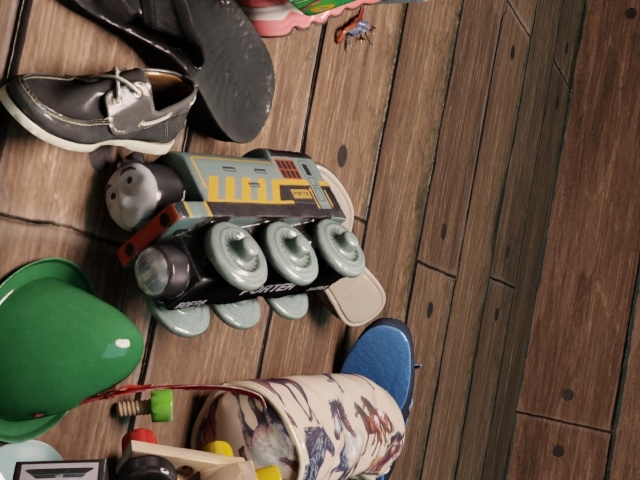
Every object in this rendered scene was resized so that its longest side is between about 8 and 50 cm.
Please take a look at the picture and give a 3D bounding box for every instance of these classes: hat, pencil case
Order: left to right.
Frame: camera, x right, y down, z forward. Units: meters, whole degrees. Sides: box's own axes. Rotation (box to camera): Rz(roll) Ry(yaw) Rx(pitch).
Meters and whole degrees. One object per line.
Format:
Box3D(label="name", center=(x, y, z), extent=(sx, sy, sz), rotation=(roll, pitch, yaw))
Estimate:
Box3D(label="hat", center=(-0.183, 0.111, 0.873), extent=(0.208, 0.183, 0.173), rotation=(-39, 133, -56))
Box3D(label="pencil case", center=(-0.015, 0.276, 1.308), extent=(0.410, 0.160, 0.183), rotation=(13, 61, -65))

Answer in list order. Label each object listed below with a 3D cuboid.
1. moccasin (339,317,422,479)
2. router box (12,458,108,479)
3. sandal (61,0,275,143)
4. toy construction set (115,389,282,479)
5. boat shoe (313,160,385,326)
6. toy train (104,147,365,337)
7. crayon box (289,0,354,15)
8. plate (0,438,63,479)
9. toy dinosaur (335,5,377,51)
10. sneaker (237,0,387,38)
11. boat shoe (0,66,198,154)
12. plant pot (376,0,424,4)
Box3D(label="moccasin", center=(0.088, 0.268, 1.606), extent=(0.117, 0.137, 0.342), rotation=(-45, 151, -58))
Box3D(label="router box", center=(-0.218, 0.376, 0.806), extent=(0.243, 0.081, 0.309), rotation=(-100, -168, -51))
Box3D(label="sandal", center=(-0.132, -0.248, 0.949), extent=(0.446, 0.107, 0.167), rotation=(44, 58, -58))
Box3D(label="toy construction set", center=(-0.075, 0.304, 0.928), extent=(0.309, 0.237, 0.257), rotation=(-143, -129, -77))
Box3D(label="boat shoe", center=(0.000, 0.000, 1.366), extent=(0.112, 0.095, 0.335), rotation=(-35, 136, -9))
Box3D(label="toy train", center=(-0.088, -0.010, 1.043), extent=(0.334, 0.142, 0.190), rotation=(-3, 60, -54))
Box3D(label="crayon box", center=(-0.033, -0.382, 0.985), extent=(0.165, 0.081, 0.278), rotation=(-60, 131, -80))
Box3D(label="plate", center=(-0.289, 0.282, 0.894), extent=(0.188, 0.024, 0.188), rotation=(-32, 127, -58))
Box3D(label="toy dinosaur", center=(0.046, -0.314, 1.423), extent=(0.082, 0.047, 0.090), rotation=(5, 60, -57))
Box3D(label="sneaker", center=(0.037, -0.345, 1.125), extent=(0.314, 0.116, 0.136), rotation=(-22, 115, -10))
Box3D(label="boat shoe", center=(-0.194, -0.130, 0.863), extent=(0.079, 0.084, 0.233), rotation=(-45, 165, 21))
Box3D(label="plant pot", center=(0.068, -0.457, 1.264), extent=(0.166, 0.165, 0.234), rotation=(-61, 142, -37))
